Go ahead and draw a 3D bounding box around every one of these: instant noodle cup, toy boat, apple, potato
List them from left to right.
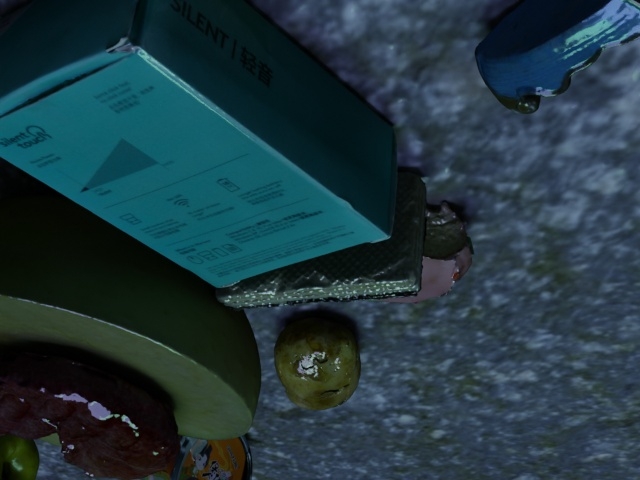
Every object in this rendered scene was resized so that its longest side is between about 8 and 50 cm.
[{"bbox_3d":[-0.259,0.106,1.189,0.360,0.312,0.320,36,98,-33],"label":"apple"},{"bbox_3d":[-0.201,0.347,1.752,0.125,0.208,0.177,5,-163,36],"label":"instant noodle cup"},{"bbox_3d":[-0.004,0.151,1.429,0.107,0.080,0.170,17,153,5],"label":"potato"},{"bbox_3d":[0.186,-0.143,0.856,0.077,0.075,0.185,32,146,-25],"label":"toy boat"}]

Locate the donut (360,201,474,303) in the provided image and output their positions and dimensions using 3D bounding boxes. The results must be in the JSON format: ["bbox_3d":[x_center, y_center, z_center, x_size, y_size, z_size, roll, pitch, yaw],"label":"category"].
[{"bbox_3d":[0.074,0.018,1.184,0.166,0.065,0.117,0,149,13],"label":"donut"}]

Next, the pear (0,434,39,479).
[{"bbox_3d":[-0.558,0.310,1.669,0.307,0.253,0.253,9,154,21],"label":"pear"}]

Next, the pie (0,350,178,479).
[{"bbox_3d":[-0.243,0.173,1.161,0.218,0.054,0.204,34,144,-29],"label":"pie"}]

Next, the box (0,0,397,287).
[{"bbox_3d":[-0.104,-0.090,0.967,0.205,0.118,0.311,-19,143,34],"label":"box"}]

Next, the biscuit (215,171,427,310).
[{"bbox_3d":[0.000,0.000,1.106,0.199,0.121,0.040,-7,148,23],"label":"biscuit"}]
